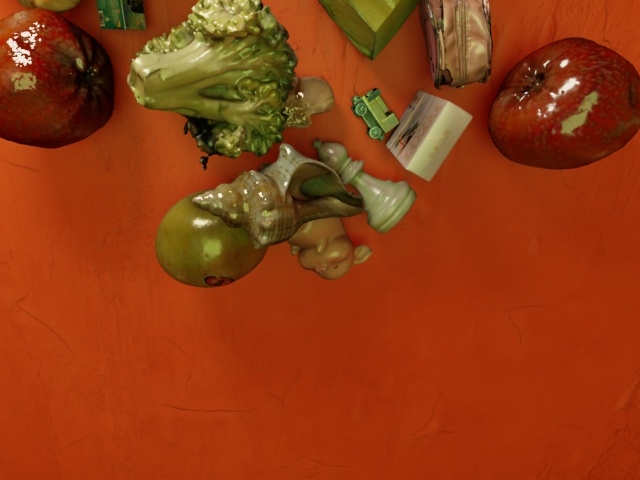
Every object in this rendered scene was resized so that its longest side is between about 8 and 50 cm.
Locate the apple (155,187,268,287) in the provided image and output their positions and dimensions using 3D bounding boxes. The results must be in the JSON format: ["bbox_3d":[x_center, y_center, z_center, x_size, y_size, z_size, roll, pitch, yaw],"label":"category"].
[{"bbox_3d":[-0.250,-0.011,1.008,0.260,0.261,0.194,-3,124,-2],"label":"apple"}]

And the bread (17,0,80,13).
[{"bbox_3d":[-0.551,-0.570,0.778,0.172,0.121,0.311,-25,115,13],"label":"bread"}]

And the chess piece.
[{"bbox_3d":[0.088,-0.149,1.042,0.271,0.139,0.139,39,108,-7],"label":"chess piece"}]

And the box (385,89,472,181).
[{"bbox_3d":[0.221,-0.233,0.933,0.067,0.233,0.150,29,110,-14],"label":"box"}]

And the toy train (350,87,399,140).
[{"bbox_3d":[0.124,-0.291,1.002,0.081,0.050,0.122,-35,113,8],"label":"toy train"}]

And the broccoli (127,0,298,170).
[{"bbox_3d":[-0.201,-0.290,0.804,0.280,0.347,0.294,-22,95,-35],"label":"broccoli"}]

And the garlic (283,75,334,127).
[{"bbox_3d":[-0.056,-0.310,0.962,0.174,0.099,0.124,-2,100,-6],"label":"garlic"}]

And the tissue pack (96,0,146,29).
[{"bbox_3d":[-0.390,-0.478,0.863,0.085,0.079,0.111,16,118,28],"label":"tissue pack"}]

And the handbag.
[{"bbox_3d":[0.274,-0.412,0.884,0.116,0.179,0.205,-10,126,10],"label":"handbag"}]

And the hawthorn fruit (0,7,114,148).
[{"bbox_3d":[-0.574,-0.308,0.849,0.300,0.254,0.254,2,117,9],"label":"hawthorn fruit"}]

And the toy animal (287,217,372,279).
[{"bbox_3d":[-0.005,-0.004,1.079,0.166,0.154,0.250,-1,137,40],"label":"toy animal"}]

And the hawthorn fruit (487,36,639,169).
[{"bbox_3d":[0.526,-0.279,0.922,0.299,0.275,0.276,3,116,-16],"label":"hawthorn fruit"}]

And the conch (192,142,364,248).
[{"bbox_3d":[-0.074,-0.096,0.895,0.386,0.169,0.203,-17,134,-44],"label":"conch"}]

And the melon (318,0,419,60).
[{"bbox_3d":[0.156,-0.541,0.842,0.323,0.124,0.196,-45,116,10],"label":"melon"}]
